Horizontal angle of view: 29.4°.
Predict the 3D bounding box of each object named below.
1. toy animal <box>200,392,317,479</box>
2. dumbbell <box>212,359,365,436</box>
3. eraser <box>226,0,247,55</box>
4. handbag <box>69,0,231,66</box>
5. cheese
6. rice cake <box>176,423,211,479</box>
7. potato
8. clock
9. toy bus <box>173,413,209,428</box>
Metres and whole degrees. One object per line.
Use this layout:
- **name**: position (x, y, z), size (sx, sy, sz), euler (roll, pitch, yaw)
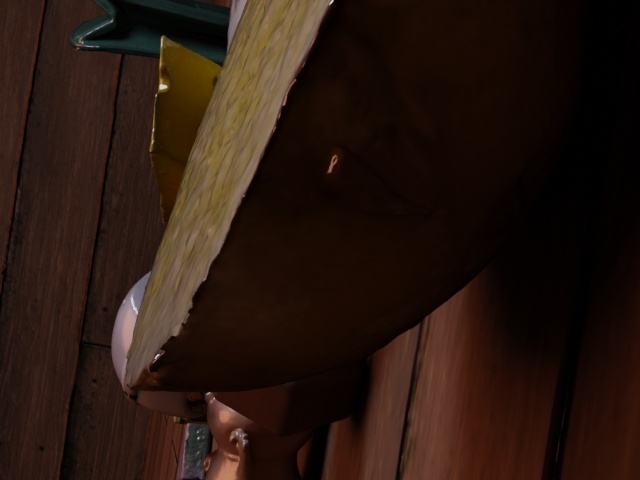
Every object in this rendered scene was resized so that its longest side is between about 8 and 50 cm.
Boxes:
- **toy animal**: position (-0.037, 0.134, 0.788), size (0.083, 0.089, 0.150), euler (31, 111, 55)
- **dumbbell**: position (0.000, 0.000, 0.643), size (0.082, 0.092, 0.231), euler (50, 137, 40)
- **eraser**: position (-0.011, -0.232, 0.893), size (0.174, 0.095, 0.270), euler (119, 157, -58)
- **handbag**: position (-0.196, -0.278, 1.577), size (0.326, 0.238, 0.089), euler (-117, 40, -75)
- **cheese**: position (-0.091, -0.078, 0.923), size (0.171, 0.126, 0.093), euler (42, -128, -65)
- **rice cake**: position (-0.143, 0.190, 1.454), size (0.047, 0.036, 0.206), euler (139, 140, -60)
- **potato**: position (0.033, -0.074, 0.427), size (0.239, 0.116, 0.299), euler (127, 160, -63)
- **clock**: position (-0.070, 0.065, 0.850), size (0.176, 0.080, 0.117), euler (-37, -33, -37)
- **toy bus**: position (-0.124, 0.106, 1.303), size (0.226, 0.074, 0.081), euler (-99, 20, -62)
